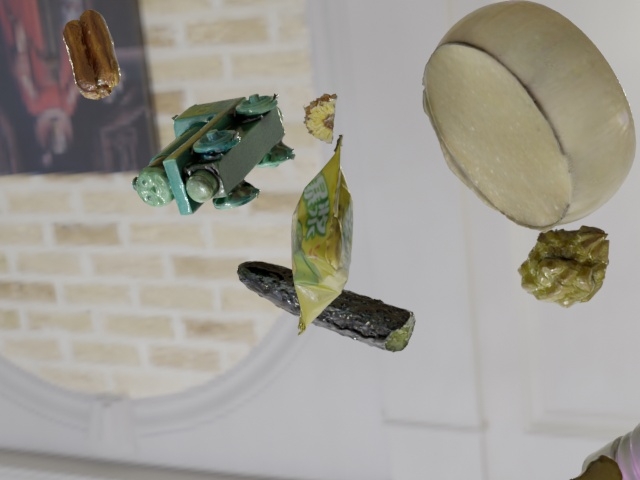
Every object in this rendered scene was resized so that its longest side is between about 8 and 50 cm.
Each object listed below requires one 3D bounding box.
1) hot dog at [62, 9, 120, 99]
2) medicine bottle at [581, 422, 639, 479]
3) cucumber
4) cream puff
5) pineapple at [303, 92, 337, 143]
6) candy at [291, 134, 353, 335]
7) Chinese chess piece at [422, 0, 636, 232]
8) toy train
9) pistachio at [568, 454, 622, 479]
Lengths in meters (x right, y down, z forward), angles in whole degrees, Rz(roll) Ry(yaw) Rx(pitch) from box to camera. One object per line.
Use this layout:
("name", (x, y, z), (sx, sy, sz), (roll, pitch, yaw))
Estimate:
("hot dog", (-0.328, -0.267, 1.826), (0.071, 0.045, 0.165), (-29, -129, 8))
("medicine bottle", (0.656, 0.400, 2.271), (0.325, 0.212, 0.212), (-41, 174, 32))
("cucumber", (0.003, 0.100, 2.024), (0.303, 0.081, 0.072), (19, -118, 21))
("cream puff", (0.395, 0.032, 2.049), (0.146, 0.116, 0.146), (-1, -143, 1))
("pineapple", (-0.001, -0.166, 1.718), (0.045, 0.083, 0.019), (-1, -135, -4))
("candy", (0.000, 0.000, 1.756), (0.081, 0.187, 0.297), (3, 157, -8))
("Chinese chess piece", (0.294, -0.177, 1.821), (0.140, 0.338, 0.338), (-34, -156, -21))
("toy train", (-0.166, -0.132, 1.944), (0.194, 0.120, 0.298), (-6, -157, 23))
("pistachio", (0.450, 0.433, 2.137), (0.089, 0.049, 0.173), (27, -135, 10))
